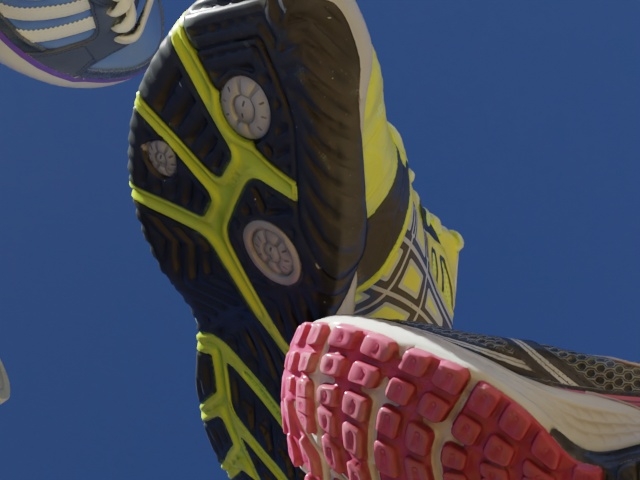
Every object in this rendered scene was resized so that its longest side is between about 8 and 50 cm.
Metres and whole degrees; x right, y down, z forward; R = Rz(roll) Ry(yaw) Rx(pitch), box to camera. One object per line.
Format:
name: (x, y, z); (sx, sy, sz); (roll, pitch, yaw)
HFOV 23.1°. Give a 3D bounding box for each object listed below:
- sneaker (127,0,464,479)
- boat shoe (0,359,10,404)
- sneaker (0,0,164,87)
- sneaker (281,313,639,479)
sneaker: (0.000, 0.000, 0.863); (0.147, 0.145, 0.385); (-40, -34, -31)
boat shoe: (-0.352, 0.077, 1.123); (0.113, 0.340, 0.127); (-31, -109, 7)
sneaker: (-0.127, -0.196, 1.000); (0.323, 0.236, 0.130); (37, -123, -55)
sneaker: (0.119, 0.104, 0.724); (0.112, 0.299, 0.121); (-37, -41, -57)
